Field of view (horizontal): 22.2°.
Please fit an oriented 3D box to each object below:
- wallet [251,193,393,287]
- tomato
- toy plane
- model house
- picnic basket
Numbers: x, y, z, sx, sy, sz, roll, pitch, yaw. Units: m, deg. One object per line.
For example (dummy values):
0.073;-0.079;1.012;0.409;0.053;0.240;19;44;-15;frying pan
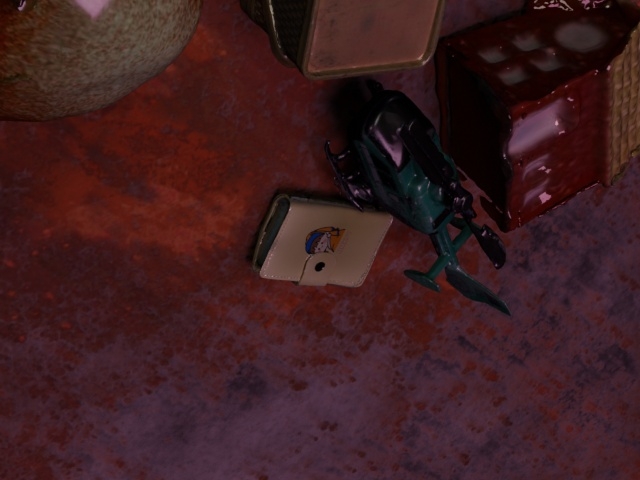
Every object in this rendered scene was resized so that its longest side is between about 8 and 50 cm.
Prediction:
0.000;0.000;1.855;0.155;0.039;0.110;7;116;-39;wallet
-0.230;-0.245;1.344;0.239;0.303;0.303;-1;126;-54;tomato
0.114;-0.046;1.799;0.106;0.155;0.381;-48;142;-19;toy plane
0.270;-0.161;1.831;0.254;0.160;0.196;-26;135;-19;model house
0.035;-0.294;1.565;0.165;0.139;0.266;-10;129;-29;picnic basket
